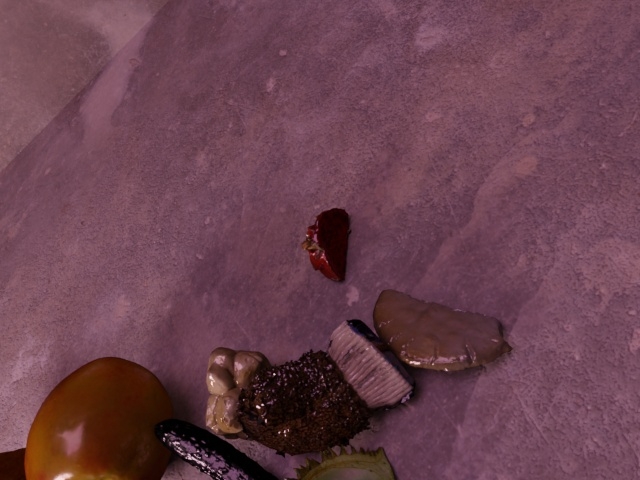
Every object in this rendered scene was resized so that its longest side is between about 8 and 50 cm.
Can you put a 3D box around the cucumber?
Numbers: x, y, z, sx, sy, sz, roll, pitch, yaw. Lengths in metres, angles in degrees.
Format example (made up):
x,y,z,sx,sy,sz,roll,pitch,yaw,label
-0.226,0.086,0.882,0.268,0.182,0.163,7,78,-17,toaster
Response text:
x,y,z,sx,sy,sz,roll,pitch,yaw,label
-0.190,0.417,1.251,0.303,0.072,0.081,29,83,22,cucumber

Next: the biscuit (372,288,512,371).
x,y,z,sx,sy,sz,roll,pitch,yaw,label
0.185,0.161,1.155,0.290,0.038,0.141,16,48,43,biscuit

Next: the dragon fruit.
x,y,z,sx,sy,sz,roll,pitch,yaw,label
0.000,0.000,1.387,0.083,0.106,0.162,-8,63,36,dragon fruit

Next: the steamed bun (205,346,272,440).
x,y,z,sx,sy,sz,roll,pitch,yaw,label
-0.151,0.290,1.290,0.106,0.192,0.177,-5,64,15,steamed bun

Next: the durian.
x,y,z,sx,sy,sz,roll,pitch,yaw,label
0.005,0.507,1.052,0.198,0.163,0.394,13,45,4,durian

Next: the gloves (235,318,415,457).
x,y,z,sx,sy,sz,roll,pitch,yaw,label
-0.006,0.273,1.161,0.312,0.210,0.135,-40,28,11,gloves

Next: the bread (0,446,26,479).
x,y,z,sx,sy,sz,roll,pitch,yaw,label
-0.719,0.614,1.496,0.324,0.167,0.277,-14,31,-23,bread

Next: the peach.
x,y,z,sx,sy,sz,roll,pitch,yaw,label
-0.454,0.399,1.388,0.308,0.308,0.332,-33,39,19,peach
